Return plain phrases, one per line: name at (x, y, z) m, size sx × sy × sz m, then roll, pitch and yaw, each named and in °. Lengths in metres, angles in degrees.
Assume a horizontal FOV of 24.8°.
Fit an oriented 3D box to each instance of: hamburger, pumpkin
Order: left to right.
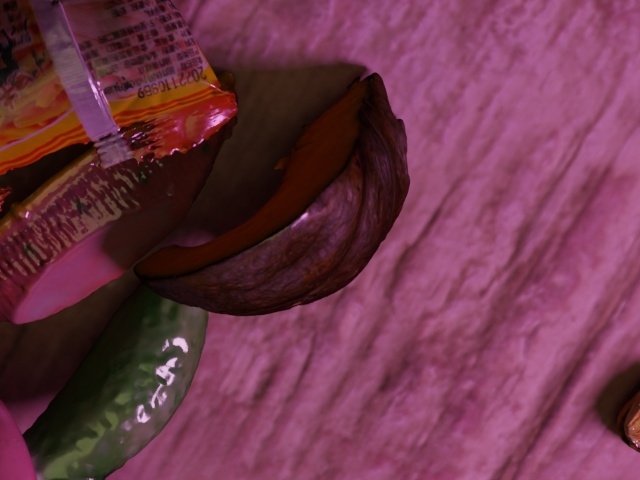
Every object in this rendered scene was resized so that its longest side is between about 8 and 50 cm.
pumpkin at (0.000, 0.000, 1.122) m, size 0.254 × 0.149 × 0.130 m, roll -39°, pitch 116°, yaw -9°
hamburger at (0.308, 0.158, 1.301) m, size 0.076 × 0.044 × 0.083 m, roll 38°, pitch 100°, yaw -17°

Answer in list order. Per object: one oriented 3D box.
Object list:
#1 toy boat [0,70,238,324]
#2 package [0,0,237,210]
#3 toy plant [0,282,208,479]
toy boat at (-0.188, -0.018, 1.148) m, size 0.318 × 0.099 × 0.141 m, roll -32°, pitch 153°, yaw 6°
package at (-0.212, -0.174, 1.049) m, size 0.223 × 0.108 × 0.288 m, roll -23°, pitch 87°, yaw -1°
toy plant at (-0.248, 0.193, 1.142) m, size 0.356 × 0.211 × 0.317 m, roll -6°, pitch 112°, yaw -29°
